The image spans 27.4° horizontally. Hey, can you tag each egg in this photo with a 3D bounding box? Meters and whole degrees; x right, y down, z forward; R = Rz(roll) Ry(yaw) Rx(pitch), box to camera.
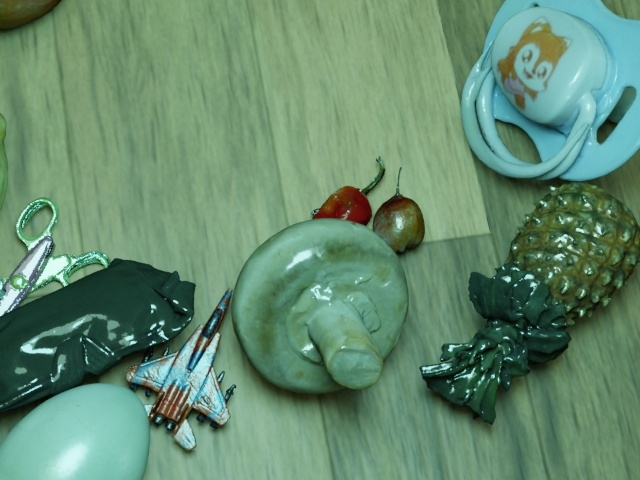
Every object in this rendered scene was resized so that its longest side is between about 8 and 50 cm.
[{"bbox_3d":[-0.268,0.245,1.413,0.151,0.151,0.209,37,68,8],"label":"egg"}]

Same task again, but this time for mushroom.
[{"bbox_3d":[0.011,0.087,1.456,0.207,0.215,0.207,-7,115,-16],"label":"mushroom"}]

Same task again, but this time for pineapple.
[{"bbox_3d":[0.240,0.068,1.534,0.310,0.170,0.141,-47,38,-14],"label":"pineapple"}]

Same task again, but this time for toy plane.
[{"bbox_3d":[-0.144,0.140,1.512,0.130,0.061,0.189,25,65,4],"label":"toy plane"}]

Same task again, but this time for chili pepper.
[{"bbox_3d":[0.000,0.000,1.583,0.059,0.050,0.268,44,72,-7],"label":"chili pepper"}]

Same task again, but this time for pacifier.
[{"bbox_3d":[0.329,-0.188,1.631,0.233,0.244,0.299,5,35,-37],"label":"pacifier"}]

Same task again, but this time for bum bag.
[{"bbox_3d":[-0.294,0.112,1.485,0.326,0.079,0.142,-24,41,-12],"label":"bum bag"}]

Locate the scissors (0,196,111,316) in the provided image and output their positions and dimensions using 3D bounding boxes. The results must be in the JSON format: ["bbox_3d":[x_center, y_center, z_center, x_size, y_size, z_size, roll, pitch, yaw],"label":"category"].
[{"bbox_3d":[-0.349,0.048,1.544,0.187,0.020,0.133,-42,87,-16],"label":"scissors"}]

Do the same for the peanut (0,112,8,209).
[{"bbox_3d":[-0.445,-0.022,1.499,0.148,0.147,0.318,9,68,-3],"label":"peanut"}]

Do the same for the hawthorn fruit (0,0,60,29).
[{"bbox_3d":[-0.372,-0.348,1.621,0.189,0.149,0.149,-36,77,-15],"label":"hawthorn fruit"}]

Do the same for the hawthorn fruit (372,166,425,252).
[{"bbox_3d":[0.092,-0.036,1.590,0.067,0.067,0.103,-9,94,-9],"label":"hawthorn fruit"}]

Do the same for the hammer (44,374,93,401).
[{"bbox_3d":[-0.243,0.122,1.532,0.199,0.013,0.062,-41,78,-18],"label":"hammer"}]
